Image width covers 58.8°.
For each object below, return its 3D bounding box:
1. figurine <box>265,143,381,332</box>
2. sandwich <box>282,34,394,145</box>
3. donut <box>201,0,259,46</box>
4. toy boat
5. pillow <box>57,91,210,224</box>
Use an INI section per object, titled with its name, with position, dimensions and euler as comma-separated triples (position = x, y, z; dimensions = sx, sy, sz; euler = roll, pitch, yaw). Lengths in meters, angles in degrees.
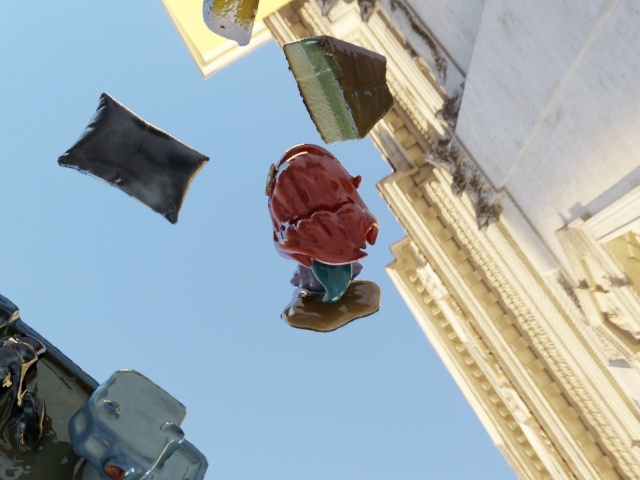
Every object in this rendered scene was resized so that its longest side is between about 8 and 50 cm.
[figurine]
position = 0.007, -0.004, 0.855
dimensions = 0.181, 0.208, 0.257
euler = -1, -62, 21
[sandwich]
position = 0.046, -0.329, 1.131
dimensions = 0.108, 0.220, 0.186
euler = -2, -143, 40
[donut]
position = -0.194, -0.586, 1.260
dimensions = 0.110, 0.303, 0.303
euler = 6, -101, -18
[toy boat]
position = -0.233, 0.133, 0.465
dimensions = 0.332, 0.145, 0.133
euler = 40, -71, -6
[pillow]
position = -0.356, -0.161, 1.118
dimensions = 0.250, 0.106, 0.186
euler = 29, -121, -20
